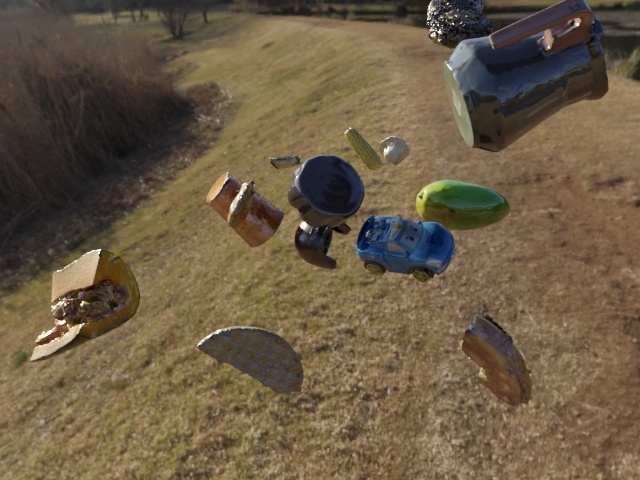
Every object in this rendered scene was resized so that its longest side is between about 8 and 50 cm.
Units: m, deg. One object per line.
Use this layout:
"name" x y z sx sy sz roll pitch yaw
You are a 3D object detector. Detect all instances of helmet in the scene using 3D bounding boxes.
"helmet" 0.000 0.000 1.769 0.193 0.189 0.216 20 -14 3

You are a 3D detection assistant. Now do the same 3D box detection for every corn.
"corn" 0.172 -0.363 1.910 0.067 0.206 0.067 -38 4 3

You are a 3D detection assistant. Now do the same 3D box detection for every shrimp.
"shrimp" -0.249 -0.143 1.567 0.062 0.153 0.294 21 26 -11

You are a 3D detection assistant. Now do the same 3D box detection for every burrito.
"burrito" -0.143 -0.325 1.983 0.149 0.055 0.041 -12 17 -27

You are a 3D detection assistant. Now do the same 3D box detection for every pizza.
"pizza" 0.470 0.314 1.264 0.086 0.305 0.161 -41 18 -28

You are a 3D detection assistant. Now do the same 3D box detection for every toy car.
"toy car" 0.266 0.005 1.505 0.315 0.166 0.198 8 56 32

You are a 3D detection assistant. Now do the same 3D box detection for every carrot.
"carrot" -0.288 -0.122 1.795 0.196 0.254 0.195 -35 29 23

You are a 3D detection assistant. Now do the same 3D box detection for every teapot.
"teapot" 0.518 -0.428 1.206 0.362 0.376 0.305 -21 69 11

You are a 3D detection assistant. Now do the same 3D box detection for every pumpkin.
"pumpkin" -0.532 0.129 1.063 0.139 0.189 0.280 -24 1 9

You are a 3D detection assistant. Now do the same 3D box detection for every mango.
"mango" 0.573 -0.137 1.924 0.383 0.225 0.201 5 60 -3

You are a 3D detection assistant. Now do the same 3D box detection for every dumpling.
"dumpling" 0.158 -0.194 1.022 0.052 0.057 0.076 -40 -9 11

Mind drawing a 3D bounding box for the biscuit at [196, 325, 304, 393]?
"biscuit" -0.149 0.285 1.195 0.290 0.141 0.038 34 15 -14

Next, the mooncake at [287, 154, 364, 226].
"mooncake" 0.016 -0.157 1.546 0.245 0.244 0.133 -28 -6 -39

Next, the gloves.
"gloves" 0.437 -0.671 1.495 0.211 0.135 0.312 14 47 1
